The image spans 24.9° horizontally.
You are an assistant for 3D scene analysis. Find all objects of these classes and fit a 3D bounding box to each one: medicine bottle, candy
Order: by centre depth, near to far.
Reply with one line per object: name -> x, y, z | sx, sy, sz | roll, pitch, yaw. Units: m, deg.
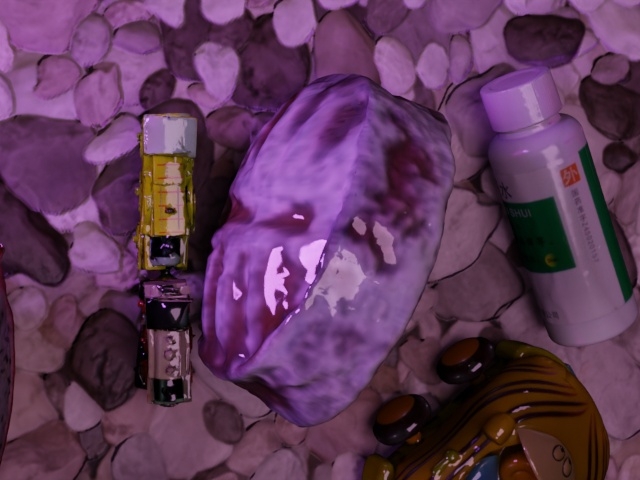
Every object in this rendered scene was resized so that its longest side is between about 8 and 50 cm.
candy -> 0.000, 0.000, 1.183 | 0.157, 0.214, 0.289 | 28, 73, -23
medicine bottle -> 0.221, -0.032, 1.356 | 0.095, 0.095, 0.260 | -26, 108, -21

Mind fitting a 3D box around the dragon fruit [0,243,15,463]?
dragon fruit -> -0.340, 0.113, 1.016 | 0.189, 0.290, 0.290 | 8, 93, 4

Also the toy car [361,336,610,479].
toy car -> 0.165, 0.211, 1.332 | 0.248, 0.142, 0.200 | -42, 113, -13

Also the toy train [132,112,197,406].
toy train -> -0.128, 0.018, 1.198 | 0.053, 0.085, 0.249 | 0, 97, -9
